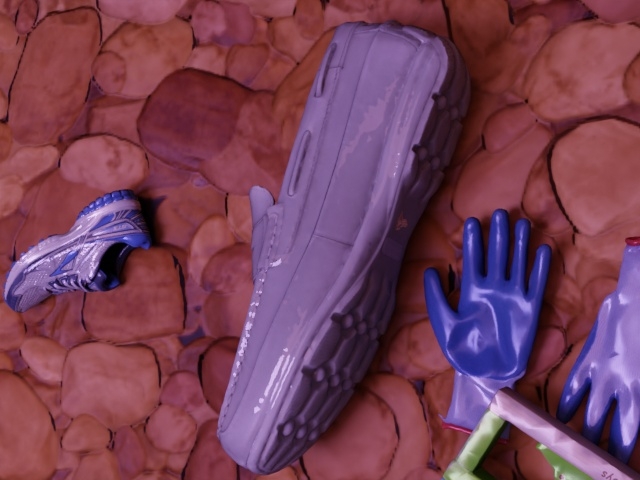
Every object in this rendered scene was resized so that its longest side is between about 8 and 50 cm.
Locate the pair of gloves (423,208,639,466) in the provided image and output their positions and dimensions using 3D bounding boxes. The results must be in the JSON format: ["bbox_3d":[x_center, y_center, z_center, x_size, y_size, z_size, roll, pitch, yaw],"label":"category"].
[{"bbox_3d":[0.157,0.064,0.698,0.198,0.023,0.159,8,88,26],"label":"pair of gloves"}]

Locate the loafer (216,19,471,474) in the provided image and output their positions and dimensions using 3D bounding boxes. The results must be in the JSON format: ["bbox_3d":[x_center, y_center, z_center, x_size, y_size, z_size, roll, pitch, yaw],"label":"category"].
[{"bbox_3d":[0.000,0.000,0.726,0.111,0.112,0.320,20,82,27],"label":"loafer"}]

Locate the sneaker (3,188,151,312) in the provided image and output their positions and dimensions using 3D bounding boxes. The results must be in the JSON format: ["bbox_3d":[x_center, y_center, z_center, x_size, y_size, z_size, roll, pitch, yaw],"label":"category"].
[{"bbox_3d":[-0.187,0.020,0.819,0.135,0.052,0.058,-38,76,12],"label":"sneaker"}]

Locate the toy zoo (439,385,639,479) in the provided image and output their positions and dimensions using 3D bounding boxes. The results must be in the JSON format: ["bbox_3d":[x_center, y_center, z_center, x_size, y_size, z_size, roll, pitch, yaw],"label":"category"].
[{"bbox_3d":[0.119,0.267,0.671,0.192,0.030,0.293,33,99,20],"label":"toy zoo"}]
